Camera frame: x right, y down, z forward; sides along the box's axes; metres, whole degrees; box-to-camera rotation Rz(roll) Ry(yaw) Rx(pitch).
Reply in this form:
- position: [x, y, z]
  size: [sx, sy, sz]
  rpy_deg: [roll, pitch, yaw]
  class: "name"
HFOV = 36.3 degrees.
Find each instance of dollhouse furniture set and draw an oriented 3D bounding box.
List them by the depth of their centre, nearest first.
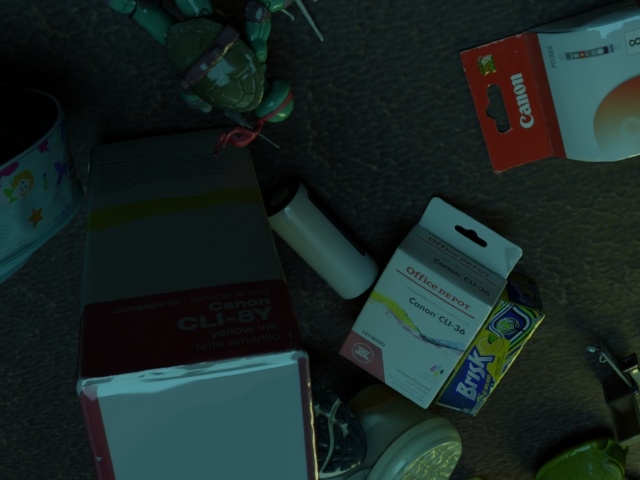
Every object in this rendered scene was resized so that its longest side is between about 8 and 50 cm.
- position: [0.341, 0.157, 1.080]
  size: [0.091, 0.114, 0.081]
  rpy_deg: [-32, 116, 25]
  class: "dollhouse furniture set"

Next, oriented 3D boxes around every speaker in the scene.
- position: [0.000, 0.000, 1.004]
  size: [0.055, 0.055, 0.136]
  rpy_deg: [-32, 119, 22]
  class: "speaker"

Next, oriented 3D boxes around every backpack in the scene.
- position: [-0.338, -0.048, 0.837]
  size: [0.253, 0.225, 0.191]
  rpy_deg: [9, 125, 24]
  class: "backpack"

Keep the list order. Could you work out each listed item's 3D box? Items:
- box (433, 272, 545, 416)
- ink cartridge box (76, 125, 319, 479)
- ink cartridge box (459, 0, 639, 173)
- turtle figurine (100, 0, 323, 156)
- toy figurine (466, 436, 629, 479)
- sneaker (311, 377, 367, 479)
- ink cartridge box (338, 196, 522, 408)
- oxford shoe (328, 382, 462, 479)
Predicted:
- position: [0.182, 0.116, 1.084]
  size: [0.054, 0.059, 0.169]
  rpy_deg: [17, 125, -11]
  class: "box"
- position: [-0.108, 0.102, 0.860]
  size: [0.160, 0.385, 0.279]
  rpy_deg: [-9, 122, -7]
  class: "ink cartridge box"
- position: [0.235, -0.134, 0.908]
  size: [0.179, 0.045, 0.145]
  rpy_deg: [-17, 124, 10]
  class: "ink cartridge box"
- position: [-0.086, -0.176, 0.845]
  size: [0.175, 0.118, 0.234]
  rpy_deg: [-38, 112, 25]
  class: "turtle figurine"
- position: [0.261, 0.424, 1.214]
  size: [0.362, 0.217, 0.191]
  rpy_deg: [-32, 120, 23]
  class: "toy figurine"
- position: [-0.072, 0.215, 1.119]
  size: [0.282, 0.110, 0.122]
  rpy_deg: [9, 152, 23]
  class: "sneaker"
- position: [0.113, 0.066, 1.020]
  size: [0.115, 0.067, 0.198]
  rpy_deg: [31, 124, 9]
  class: "ink cartridge box"
- position: [0.037, 0.338, 1.213]
  size: [0.169, 0.130, 0.449]
  rpy_deg: [-14, 140, -37]
  class: "oxford shoe"
